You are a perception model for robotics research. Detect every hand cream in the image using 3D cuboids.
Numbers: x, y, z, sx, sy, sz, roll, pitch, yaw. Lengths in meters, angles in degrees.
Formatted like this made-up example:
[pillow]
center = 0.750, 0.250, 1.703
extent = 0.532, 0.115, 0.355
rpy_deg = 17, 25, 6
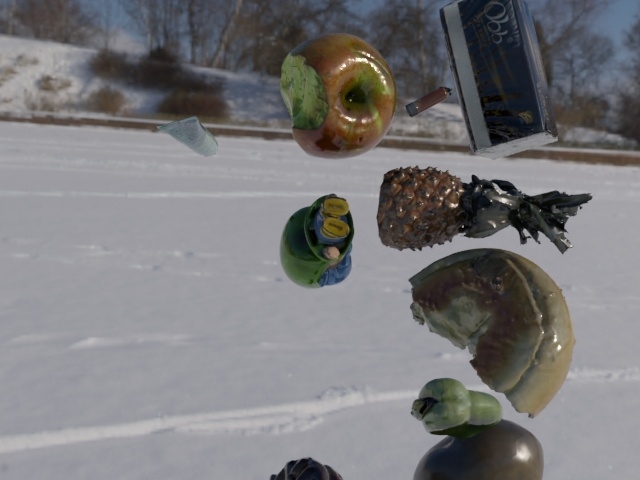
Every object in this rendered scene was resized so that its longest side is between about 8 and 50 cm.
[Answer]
[hand cream]
center = -0.283, -0.231, 1.779
extent = 0.085, 0.058, 0.331
rpy_deg = -11, -1, 3

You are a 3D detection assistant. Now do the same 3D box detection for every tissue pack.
[tissue pack]
center = 0.422, -0.384, 1.877
extent = 0.198, 0.370, 0.210
rpy_deg = -14, -5, 23

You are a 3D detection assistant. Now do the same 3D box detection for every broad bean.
[broad bean]
center = 0.273, 0.348, 1.604
extent = 0.228, 0.100, 0.169
rpy_deg = 20, -34, -30

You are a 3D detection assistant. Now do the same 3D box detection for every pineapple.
[pineapple]
center = 0.280, -0.052, 1.378
extent = 0.364, 0.166, 0.165
rpy_deg = 3, 4, 12

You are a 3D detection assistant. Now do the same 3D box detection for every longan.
[longan]
center = 0.389, 0.587, 1.955
extent = 0.288, 0.350, 0.288
rpy_deg = 40, 11, -10

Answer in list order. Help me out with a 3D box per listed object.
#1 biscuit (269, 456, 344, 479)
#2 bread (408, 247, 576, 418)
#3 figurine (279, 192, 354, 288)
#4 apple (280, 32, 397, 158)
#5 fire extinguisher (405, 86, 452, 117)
[biscuit]
center = -0.053, 0.601, 1.689
extent = 0.115, 0.268, 0.366
rpy_deg = 35, 5, -15
[bread]
center = 0.282, 0.116, 1.250
extent = 0.171, 0.192, 0.314
rpy_deg = 31, 6, -42
[figurine]
center = 0.000, 0.000, 1.476
extent = 0.143, 0.162, 0.263
rpy_deg = 0, -20, -11
[apple]
center = 0.019, -0.274, 1.543
extent = 0.246, 0.246, 0.226
rpy_deg = 1, 4, -30
[fire extinguisher]
center = 0.175, -0.224, 1.263
extent = 0.083, 0.022, 0.028
rpy_deg = -29, 10, -5
